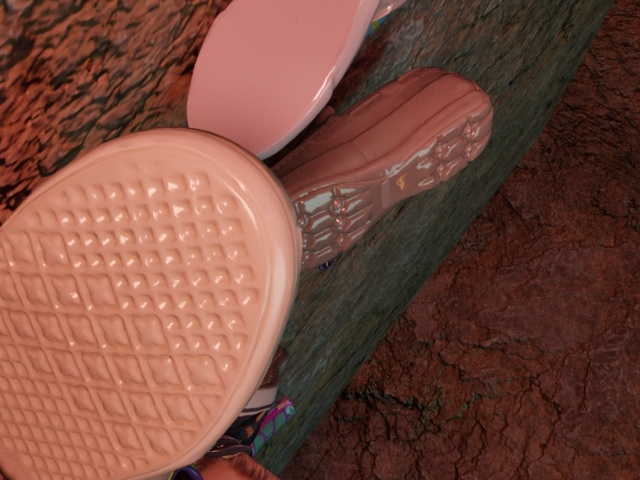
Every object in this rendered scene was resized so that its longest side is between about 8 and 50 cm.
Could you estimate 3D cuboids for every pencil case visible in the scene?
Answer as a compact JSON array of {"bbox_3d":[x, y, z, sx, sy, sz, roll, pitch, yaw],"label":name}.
[{"bbox_3d":[-0.104,0.310,1.627,0.070,0.064,0.151,-43,178,36],"label":"pencil case"}]

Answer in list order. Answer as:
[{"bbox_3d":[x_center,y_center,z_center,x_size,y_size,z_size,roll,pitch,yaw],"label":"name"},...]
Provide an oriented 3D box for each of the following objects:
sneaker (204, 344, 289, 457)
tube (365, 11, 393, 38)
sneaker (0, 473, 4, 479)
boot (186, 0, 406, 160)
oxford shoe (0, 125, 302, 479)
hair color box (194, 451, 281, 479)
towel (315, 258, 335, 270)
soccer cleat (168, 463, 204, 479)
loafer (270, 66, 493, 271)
[{"bbox_3d":[-0.113,0.168,1.013,0.127,0.126,0.321,-61,170,3],"label":"sneaker"},{"bbox_3d":[0.011,-0.167,0.759,0.207,0.052,0.080,-47,158,-6],"label":"tube"},{"bbox_3d":[-0.298,0.238,0.611,0.279,0.107,0.118,-51,-173,0],"label":"sneaker"},{"bbox_3d":[0.015,-0.157,0.651,0.258,0.095,0.123,-57,162,7],"label":"boot"},{"bbox_3d":[-0.130,0.082,0.606,0.130,0.169,0.449,-39,168,-45],"label":"oxford shoe"},{"bbox_3d":[-0.200,0.469,1.419,0.347,0.174,0.105,-48,166,-32],"label":"hair color box"},{"bbox_3d":[0.000,0.000,1.135,0.119,0.029,0.067,-170,-78,-80],"label":"towel"},{"bbox_3d":[-0.206,0.273,0.950,0.093,0.121,0.289,-59,168,22],"label":"soccer cleat"},{"bbox_3d":[0.021,-0.069,0.920,0.319,0.111,0.112,-30,143,-23],"label":"loafer"}]
